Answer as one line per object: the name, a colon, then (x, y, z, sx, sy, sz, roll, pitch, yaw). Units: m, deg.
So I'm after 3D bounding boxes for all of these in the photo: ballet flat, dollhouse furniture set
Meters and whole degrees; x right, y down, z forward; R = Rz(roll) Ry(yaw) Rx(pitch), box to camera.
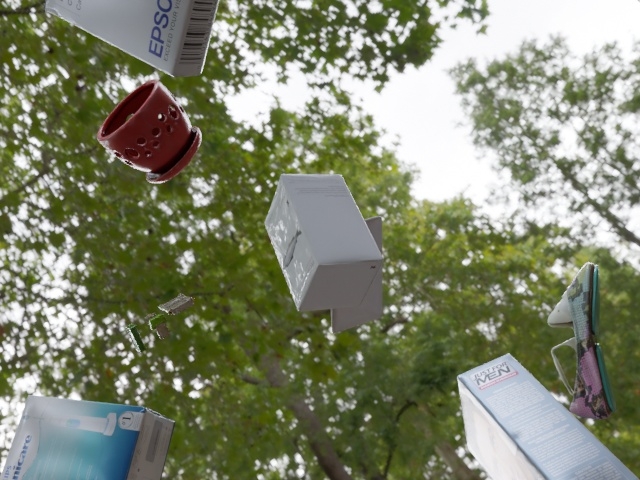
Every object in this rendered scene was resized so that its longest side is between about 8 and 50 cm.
ballet flat: (0.369, 0.143, 1.002, 0.079, 0.222, 0.077, -8, -12, 27)
dollhouse furniture set: (-0.338, 0.177, 1.516, 0.151, 0.076, 0.059, -30, -72, -29)

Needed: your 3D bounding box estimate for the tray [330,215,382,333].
tray: (0.079, 0.078, 1.636, 0.145, 0.030, 0.271, -15, -63, -25)

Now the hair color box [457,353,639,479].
hair color box: (0.364, 0.367, 1.104, 0.113, 0.374, 0.186, -20, -60, -11)

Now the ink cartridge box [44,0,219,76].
ink cartridge box: (-0.252, -0.419, 0.877, 0.071, 0.330, 0.324, -31, -35, -58)

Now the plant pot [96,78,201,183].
plant pot: (-0.376, -0.240, 1.584, 0.191, 0.191, 0.174, -46, -59, 3)

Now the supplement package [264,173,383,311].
supplement package: (0.000, 0.000, 1.022, 0.105, 0.179, 0.105, -2, -43, -26)

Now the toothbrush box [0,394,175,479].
toothbrush box: (-0.466, 0.437, 1.391, 0.126, 0.295, 0.217, 55, -141, -57)

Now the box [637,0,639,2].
box: (0.375, -0.352, 0.701, 0.153, 0.108, 0.207, 31, -74, -16)
